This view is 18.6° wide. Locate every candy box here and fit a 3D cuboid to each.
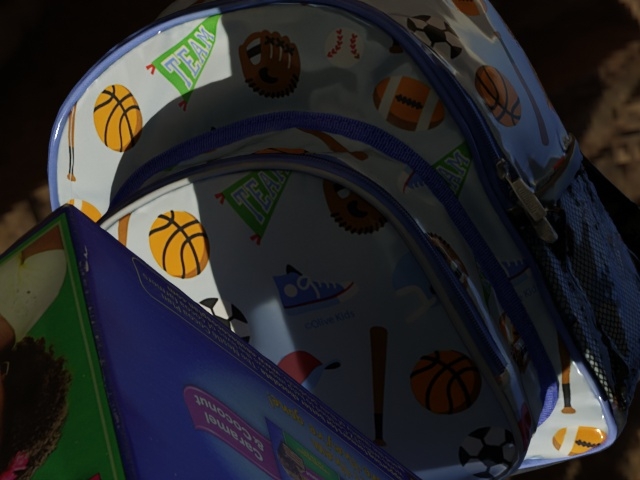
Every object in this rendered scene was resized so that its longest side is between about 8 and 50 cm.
[{"bbox_3d":[-0.010,0.181,0.611,0.122,0.268,0.317,-39,-141,13],"label":"candy box"}]

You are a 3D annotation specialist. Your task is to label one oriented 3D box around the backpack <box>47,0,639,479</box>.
[{"bbox_3d":[0.000,0.002,0.903,0.276,0.263,0.213,-21,-172,23],"label":"backpack"}]
